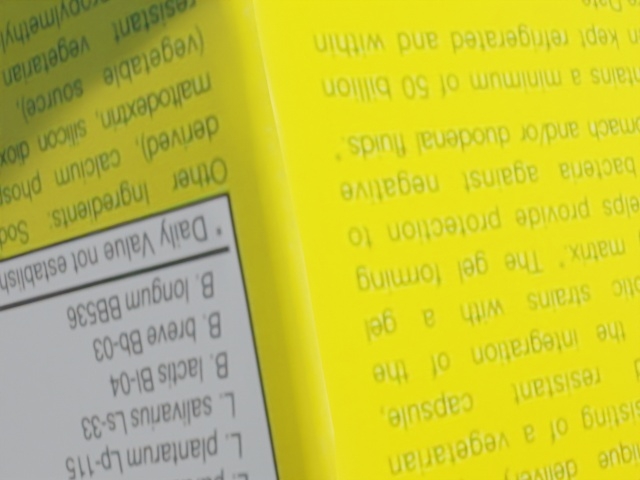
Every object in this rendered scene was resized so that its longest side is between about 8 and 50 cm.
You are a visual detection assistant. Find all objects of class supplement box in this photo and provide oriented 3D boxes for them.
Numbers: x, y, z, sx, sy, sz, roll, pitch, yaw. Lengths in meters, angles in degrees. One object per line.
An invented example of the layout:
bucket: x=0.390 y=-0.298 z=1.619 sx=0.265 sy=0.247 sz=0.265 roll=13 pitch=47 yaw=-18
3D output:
supplement box: x=0.000 y=0.000 z=0.494 sx=0.194 sy=0.195 sz=0.356 roll=-13 pitch=85 yaw=48
